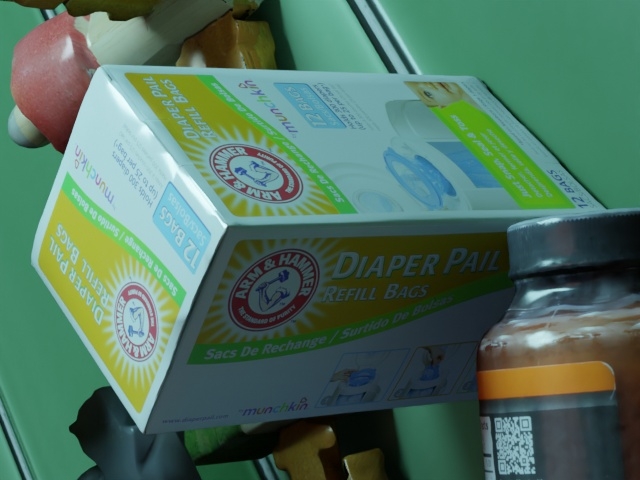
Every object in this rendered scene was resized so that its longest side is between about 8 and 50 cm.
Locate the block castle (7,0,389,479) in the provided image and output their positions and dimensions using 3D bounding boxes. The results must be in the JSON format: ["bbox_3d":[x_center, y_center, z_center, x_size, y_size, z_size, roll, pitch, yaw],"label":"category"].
[{"bbox_3d":[-0.145,0.066,0.913,0.213,0.303,0.453,-32,66,42],"label":"block castle"}]

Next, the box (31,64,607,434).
[{"bbox_3d":[0.000,0.000,0.793,0.114,0.203,0.103,51,130,39],"label":"box"}]

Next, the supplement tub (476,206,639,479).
[{"bbox_3d":[0.115,0.089,0.726,0.106,0.106,0.198,-10,83,53],"label":"supplement tub"}]
